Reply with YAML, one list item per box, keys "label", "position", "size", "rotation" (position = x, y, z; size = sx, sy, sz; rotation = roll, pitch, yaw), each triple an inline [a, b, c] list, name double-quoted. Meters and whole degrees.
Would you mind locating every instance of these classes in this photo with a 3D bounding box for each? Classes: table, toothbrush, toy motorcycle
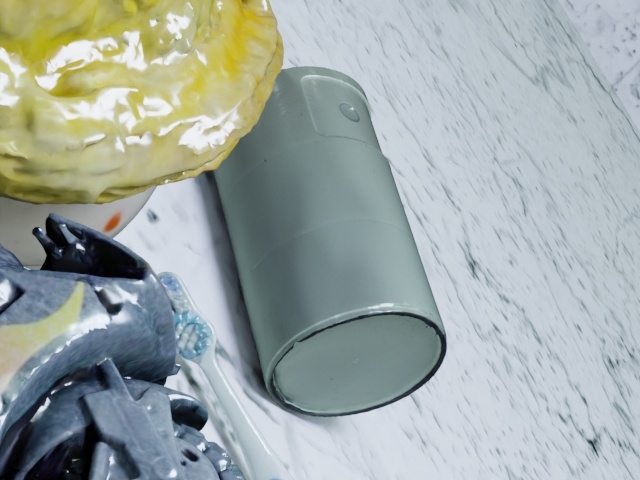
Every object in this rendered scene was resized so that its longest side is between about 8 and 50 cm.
- label: "table"
  position: [0.000, 0.000, 1.276]
  size: [0.126, 0.126, 0.220]
  rotation: [34, 30, -47]
- label: "toothbrush"
  position: [-0.008, 0.189, 1.121]
  size: [0.386, 0.040, 0.040]
  rotation: [61, 21, 3]
- label: "toy motorcycle"
  position: [-0.169, 0.046, 0.714]
  size: [0.307, 0.108, 0.173]
  rotation: [16, 44, -8]

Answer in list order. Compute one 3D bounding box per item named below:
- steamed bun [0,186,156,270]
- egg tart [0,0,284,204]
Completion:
- label: "steamed bun"
  position: [-0.169, -0.070, 0.971]
  size: [0.177, 0.131, 0.228]
  rotation: [14, 35, -29]
- label: "egg tart"
  position: [-0.160, -0.143, 0.841]
  size: [0.319, 0.128, 0.319]
  rotation: [13, 35, -10]
